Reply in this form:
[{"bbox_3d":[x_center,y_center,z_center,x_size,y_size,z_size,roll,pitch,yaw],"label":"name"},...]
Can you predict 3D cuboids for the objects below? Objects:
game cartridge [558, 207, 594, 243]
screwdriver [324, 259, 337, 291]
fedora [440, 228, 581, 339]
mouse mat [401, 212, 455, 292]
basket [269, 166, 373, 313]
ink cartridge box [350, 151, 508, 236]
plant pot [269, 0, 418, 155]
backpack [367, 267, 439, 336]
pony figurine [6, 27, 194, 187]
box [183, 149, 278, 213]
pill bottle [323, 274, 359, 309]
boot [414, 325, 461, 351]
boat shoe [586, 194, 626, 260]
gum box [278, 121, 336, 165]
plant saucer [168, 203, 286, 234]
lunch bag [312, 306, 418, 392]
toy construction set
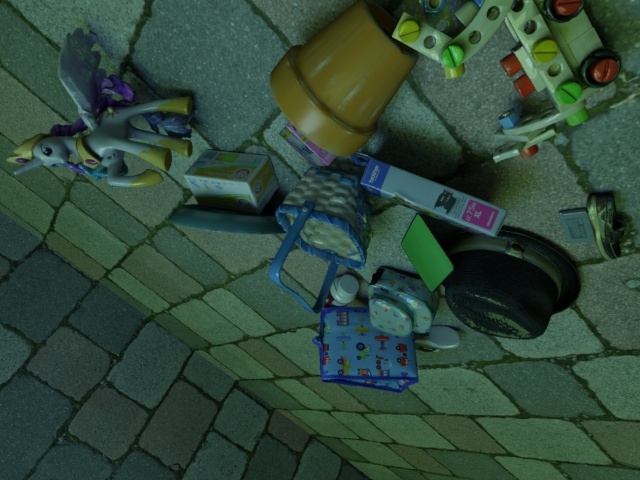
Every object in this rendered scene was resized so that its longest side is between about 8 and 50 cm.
[{"bbox_3d":[0.509,-0.029,0.847,0.055,0.017,0.083,-4,133,42],"label":"game cartridge"},{"bbox_3d":[0.021,0.071,1.247,0.024,0.025,0.170,-20,107,-1],"label":"screwdriver"},{"bbox_3d":[0.406,0.125,0.988,0.333,0.153,0.334,19,144,15],"label":"fedora"},{"bbox_3d":[0.245,0.033,1.001,0.153,0.007,0.190,61,166,20],"label":"mouse mat"},{"bbox_3d":[0.000,0.000,0.965,0.200,0.289,0.255,19,164,26],"label":"basket"},{"bbox_3d":[0.194,-0.092,0.861,0.310,0.065,0.186,25,-174,8],"label":"ink cartridge box"},{"bbox_3d":[0.051,-0.280,0.716,0.205,0.205,0.188,40,128,-15],"label":"plant pot"},{"bbox_3d":[0.227,0.178,1.186,0.188,0.145,0.166,10,135,20],"label":"backpack"},{"bbox_3d":[-0.489,-0.271,1.004,0.362,0.351,0.303,5,145,2],"label":"pony figurine"},{"bbox_3d":[-0.229,-0.154,1.112,0.202,0.114,0.103,10,140,23],"label":"box"},{"bbox_3d":[0.059,0.164,1.329,0.086,0.086,0.152,32,144,-4],"label":"pill bottle"},{"bbox_3d":[0.358,0.311,1.331,0.189,0.069,0.086,-1,142,46],"label":"boot"},{"bbox_3d":[0.540,-0.021,0.800,0.049,0.056,0.152,-8,131,47],"label":"boat shoe"},{"bbox_3d":[-0.021,-0.210,0.874,0.107,0.062,0.188,41,180,-13],"label":"gum box"},{"bbox_3d":[-0.234,-0.061,1.135,0.317,0.317,0.044,11,99,24],"label":"plant saucer"},{"bbox_3d":[0.121,0.312,1.269,0.292,0.221,0.138,9,145,-11],"label":"lunch bag"},{"bbox_3d":[0.277,-0.248,0.622,0.215,0.151,0.327,-33,123,25],"label":"toy construction set"}]
